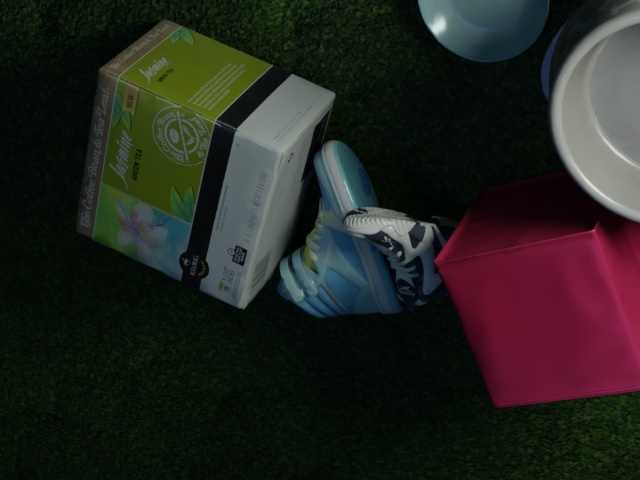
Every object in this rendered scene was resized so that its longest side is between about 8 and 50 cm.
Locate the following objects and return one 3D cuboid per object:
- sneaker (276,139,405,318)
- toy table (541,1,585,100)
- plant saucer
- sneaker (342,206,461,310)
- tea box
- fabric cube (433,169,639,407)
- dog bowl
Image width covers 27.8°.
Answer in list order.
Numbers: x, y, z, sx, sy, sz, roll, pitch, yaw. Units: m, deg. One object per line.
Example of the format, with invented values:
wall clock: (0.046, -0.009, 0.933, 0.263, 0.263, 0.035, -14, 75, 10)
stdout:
sneaker: (0.000, 0.000, 2.114, 0.208, 0.127, 0.319, -13, 113, 19)
toy table: (0.434, -0.279, 1.721, 0.274, 0.161, 0.252, -19, 111, 34)
plant saucer: (0.236, -0.352, 1.849, 0.195, 0.037, 0.195, 12, 124, 19)
sneaker: (0.130, 0.035, 2.020, 0.094, 0.235, 0.153, 24, 106, 51)
tea box: (-0.191, -0.124, 2.085, 0.324, 0.220, 0.329, 24, 128, 11)
fabric cube: (0.358, 0.061, 1.913, 0.254, 0.259, 0.258, -13, 111, 33)
dog bowl: (0.446, -0.166, 1.621, 0.349, 0.102, 0.348, 13, 126, 19)
